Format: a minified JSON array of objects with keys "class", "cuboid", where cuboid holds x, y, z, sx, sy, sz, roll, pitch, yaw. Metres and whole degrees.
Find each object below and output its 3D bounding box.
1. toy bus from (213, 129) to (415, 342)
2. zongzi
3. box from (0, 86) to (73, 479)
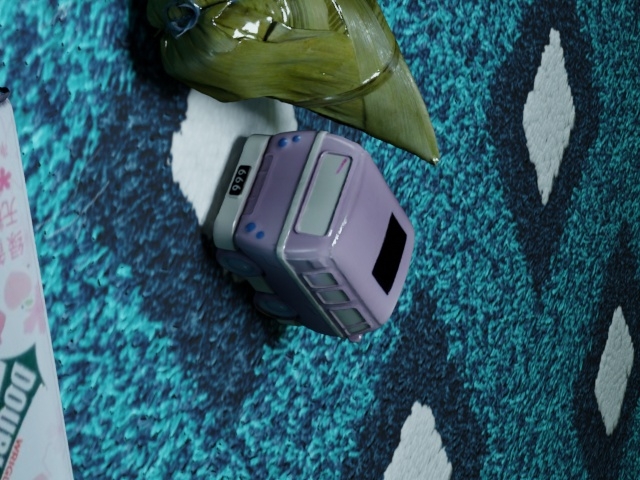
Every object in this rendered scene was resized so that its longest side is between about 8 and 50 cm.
[{"class":"toy bus","cuboid":[0.000,0.000,1.431,0.202,0.142,0.142,54,47,-54]},{"class":"zongzi","cuboid":[-0.013,-0.143,1.304,0.274,0.125,0.251,60,38,-7]},{"class":"box","cuboid":[-0.262,0.089,0.964,0.190,0.112,0.369,-36,125,-57]}]
